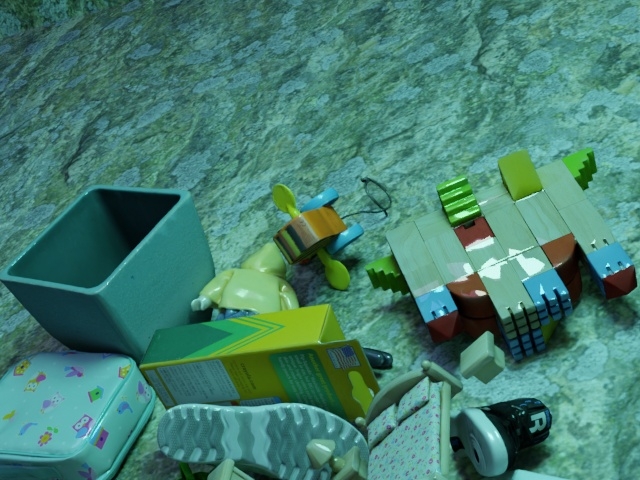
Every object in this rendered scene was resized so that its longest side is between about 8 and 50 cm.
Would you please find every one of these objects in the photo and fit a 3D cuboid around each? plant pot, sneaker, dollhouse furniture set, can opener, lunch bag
[{"bbox_3d":[-0.319,0.085,1.762,0.247,0.252,0.248,6,44,37],"label":"plant pot"},{"bbox_3d":[0.231,0.226,1.293,0.121,0.079,0.217,-12,-2,-6],"label":"sneaker"},{"bbox_3d":[0.028,0.262,1.185,0.355,0.174,0.303,-46,16,26],"label":"dollhouse furniture set"},{"bbox_3d":[-0.072,0.264,1.434,0.281,0.115,0.105,11,82,2],"label":"sneaker"},{"bbox_3d":[0.025,0.171,1.615,0.186,0.073,0.059,1,2,29],"label":"can opener"},{"bbox_3d":[-0.413,0.286,1.673,0.279,0.108,0.224,-4,43,31],"label":"lunch bag"}]

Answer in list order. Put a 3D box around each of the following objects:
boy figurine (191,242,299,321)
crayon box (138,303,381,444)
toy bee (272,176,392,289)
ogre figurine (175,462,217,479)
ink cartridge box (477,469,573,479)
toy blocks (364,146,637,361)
[{"bbox_3d":[-0.119,0.107,1.736,0.177,0.092,0.285,8,36,1],"label":"boy figurine"},{"bbox_3d":[-0.060,0.200,1.481,0.322,0.203,0.083,-9,36,21],"label":"crayon box"},{"bbox_3d":[0.000,0.000,1.796,0.162,0.298,0.195,-39,62,29],"label":"toy bee"},{"bbox_3d":[-0.158,0.357,1.423,0.197,0.097,0.118,-33,41,-3],"label":"ogre figurine"},{"bbox_3d":[0.130,0.388,1.202,0.385,0.091,0.308,5,43,35],"label":"ink cartridge box"},{"bbox_3d":[0.273,0.047,1.536,0.381,0.191,0.261,-23,44,2],"label":"toy blocks"}]
